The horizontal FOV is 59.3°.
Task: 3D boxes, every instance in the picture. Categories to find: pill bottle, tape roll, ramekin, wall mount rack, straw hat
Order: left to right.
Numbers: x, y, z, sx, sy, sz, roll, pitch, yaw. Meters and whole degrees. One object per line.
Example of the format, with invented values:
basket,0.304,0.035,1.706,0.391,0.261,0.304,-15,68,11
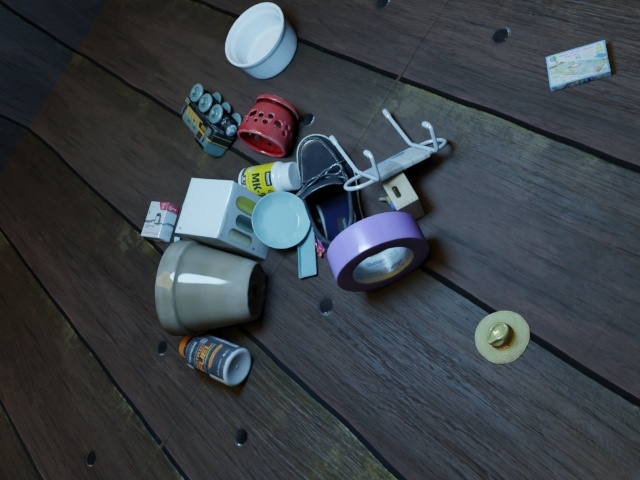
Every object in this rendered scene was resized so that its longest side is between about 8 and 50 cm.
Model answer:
pill bottle,-0.358,0.386,1.866,0.246,0.130,0.130,12,80,35
ramekin,-0.225,-0.770,2.199,0.277,0.135,0.277,-12,67,28
pill bottle,-0.174,-0.212,1.973,0.208,0.119,0.119,-6,70,31
tape roll,0.160,0.037,1.574,0.275,0.275,0.090,-32,59,19
wall mount rack,0.191,-0.288,1.709,0.350,0.130,0.304,-27,24,-11
straw hat,0.459,0.241,1.444,0.144,0.061,0.144,-11,68,28

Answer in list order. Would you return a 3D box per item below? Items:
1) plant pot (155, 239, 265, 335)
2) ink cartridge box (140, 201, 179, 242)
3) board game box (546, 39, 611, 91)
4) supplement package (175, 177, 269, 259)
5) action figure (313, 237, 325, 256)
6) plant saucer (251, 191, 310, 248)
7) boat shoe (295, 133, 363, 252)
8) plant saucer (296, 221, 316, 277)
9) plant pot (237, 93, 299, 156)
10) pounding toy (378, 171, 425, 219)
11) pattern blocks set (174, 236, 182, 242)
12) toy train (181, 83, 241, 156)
plant pot,-0.341,0.162,1.854,0.280,0.323,0.323,2,73,12
ink cartridge box,-0.643,-0.074,2.254,0.109,0.063,0.150,6,76,34
board game box,0.717,-0.486,1.566,0.154,0.026,0.103,-10,68,29
supplement package,-0.312,-0.071,1.919,0.198,0.263,0.199,7,77,34
action figure,0.000,0.000,1.843,0.038,0.030,0.115,-10,70,24
plant saucer,-0.133,-0.066,1.884,0.195,0.037,0.195,1,81,-5
boat shoe,0.024,-0.158,1.796,0.187,0.156,0.500,-24,59,15
plant saucer,-0.044,0.030,1.866,0.067,0.018,0.192,-15,66,27
plant pot,-0.180,-0.416,2.009,0.191,0.191,0.174,15,78,35
pounding toy,0.233,-0.125,1.690,0.100,0.130,0.141,-29,59,7
pattern blocks set,-0.509,0.152,1.977,0.026,0.285,0.324,6,78,-4
toy train,-0.449,-0.483,2.242,0.190,0.142,0.334,-54,53,16
